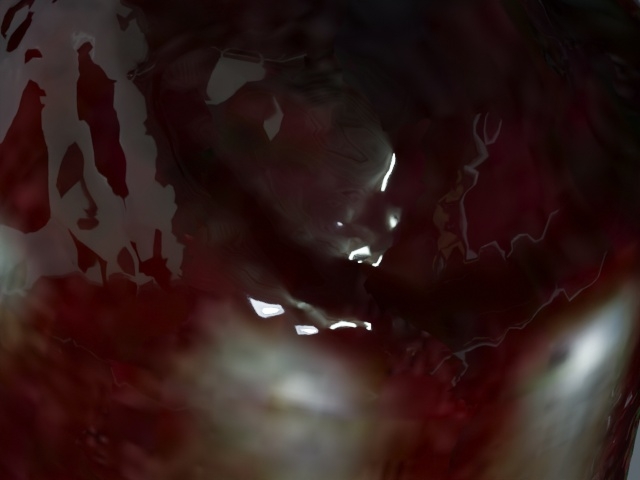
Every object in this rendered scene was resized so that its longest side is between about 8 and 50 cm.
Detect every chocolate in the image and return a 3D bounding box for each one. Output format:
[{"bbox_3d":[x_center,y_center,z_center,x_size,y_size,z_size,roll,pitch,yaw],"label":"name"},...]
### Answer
[{"bbox_3d":[0.000,0.000,0.737,0.384,0.383,0.331,-74,-174,-49],"label":"chocolate"}]
